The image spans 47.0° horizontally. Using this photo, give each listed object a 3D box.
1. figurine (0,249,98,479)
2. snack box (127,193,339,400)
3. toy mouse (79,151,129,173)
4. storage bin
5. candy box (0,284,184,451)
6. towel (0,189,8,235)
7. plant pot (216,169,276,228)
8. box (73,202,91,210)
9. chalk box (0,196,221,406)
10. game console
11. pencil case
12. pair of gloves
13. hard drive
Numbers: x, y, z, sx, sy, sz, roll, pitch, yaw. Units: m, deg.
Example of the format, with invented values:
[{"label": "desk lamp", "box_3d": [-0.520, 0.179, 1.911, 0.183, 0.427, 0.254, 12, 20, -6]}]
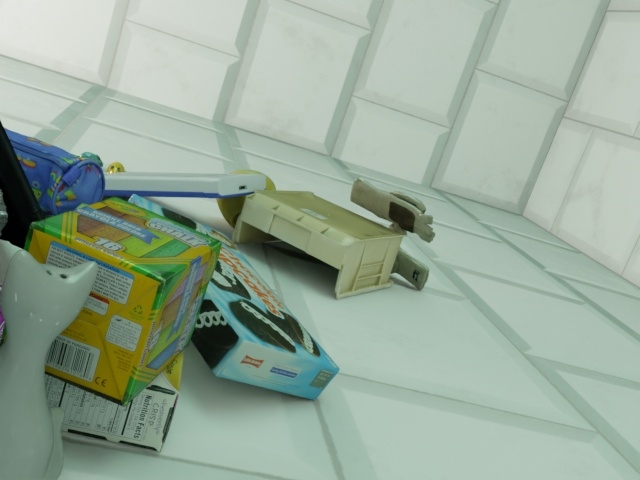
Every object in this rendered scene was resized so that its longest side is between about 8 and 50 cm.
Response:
[{"label": "figurine", "box_3d": [-0.279, 0.097, 0.543, 0.215, 0.209, 0.092, 5, 19, -46]}, {"label": "snack box", "box_3d": [-0.130, 0.070, 0.970, 0.187, 0.060, 0.322, 28, 13, -49]}, {"label": "toy mouse", "box_3d": [-0.518, -0.176, 1.674, 0.143, 0.031, 0.161, 18, 14, -6]}, {"label": "storage bin", "box_3d": [0.000, 0.000, 1.501, 0.262, 0.123, 0.260, 26, 16, 27]}, {"label": "candy box", "box_3d": [-0.262, 0.124, 0.758, 0.233, 0.071, 0.159, 17, 13, -13]}, {"label": "towel", "box_3d": [-0.428, -0.013, 0.607, 0.283, 0.121, 0.235, 0, -4, 44]}, {"label": "plant pot", "box_3d": [-0.159, -0.072, 1.595, 0.134, 0.134, 0.095, 14, 40, -21]}, {"label": "box", "box_3d": [-0.289, 0.036, 1.100, 0.232, 0.058, 0.322, 17, 13, -9]}, {"label": "chalk box", "box_3d": [-0.190, 0.044, 0.731, 0.132, 0.132, 0.213, 21, 15, 4]}, {"label": "game console", "box_3d": [-0.488, -0.177, 0.969, 0.060, 0.386, 0.342, -35, 30, -33]}, {"label": "pencil case", "box_3d": [-0.528, -0.134, 1.284, 0.306, 0.119, 0.133, 23, -27, 16]}, {"label": "pair of gloves", "box_3d": [0.157, -0.020, 1.591, 0.204, 0.240, 0.042, 27, 51, 26]}, {"label": "hard drive", "box_3d": [-0.299, -0.113, 1.486, 0.318, 0.040, 0.210, 3, 8, 20]}]
